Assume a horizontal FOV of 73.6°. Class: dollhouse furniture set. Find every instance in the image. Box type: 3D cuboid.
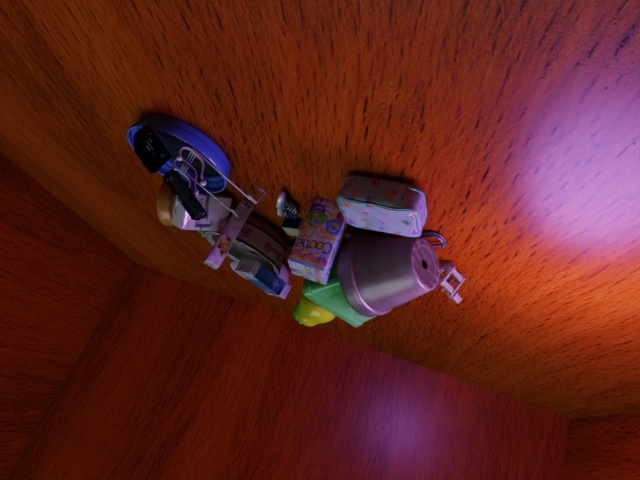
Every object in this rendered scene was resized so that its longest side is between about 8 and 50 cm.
[{"bbox_3d":[0.502,0.147,1.755,0.182,0.101,0.161,41,176,-40],"label":"dollhouse furniture set"}]

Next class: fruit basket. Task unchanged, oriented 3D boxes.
[{"bbox_3d":[0.050,0.212,1.797,0.393,0.282,0.392,9,149,6],"label":"fruit basket"}]

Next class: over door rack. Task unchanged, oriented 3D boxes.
[{"bbox_3d":[-0.394,-0.188,1.558,0.324,0.108,0.240,31,157,-20],"label":"over door rack"}]

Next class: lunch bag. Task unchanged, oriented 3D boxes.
[{"bbox_3d":[0.199,-0.107,1.387,0.280,0.107,0.224,14,162,25],"label":"lunch bag"}]

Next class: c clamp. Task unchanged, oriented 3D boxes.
[{"bbox_3d":[0.401,0.007,1.581,0.137,0.022,0.161,39,154,-25],"label":"c clamp"}]

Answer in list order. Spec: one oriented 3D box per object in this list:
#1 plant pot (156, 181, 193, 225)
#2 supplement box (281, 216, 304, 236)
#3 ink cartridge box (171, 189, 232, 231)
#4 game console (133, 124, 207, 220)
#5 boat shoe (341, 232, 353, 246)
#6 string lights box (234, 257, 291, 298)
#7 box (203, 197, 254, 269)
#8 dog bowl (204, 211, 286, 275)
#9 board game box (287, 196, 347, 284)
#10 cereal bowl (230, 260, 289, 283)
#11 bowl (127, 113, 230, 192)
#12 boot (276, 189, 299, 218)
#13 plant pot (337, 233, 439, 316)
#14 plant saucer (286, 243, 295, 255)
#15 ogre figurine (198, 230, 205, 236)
[{"bbox_3d":[-0.601,-0.162,1.924,0.188,0.204,0.205,4,156,4],"label":"plant pot"},{"bbox_3d":[-0.110,-0.059,1.855,0.084,0.056,0.083,9,154,30],"label":"supplement box"},{"bbox_3d":[-0.500,-0.126,1.808,0.218,0.158,0.092,3,-165,-46],"label":"ink cartridge box"},{"bbox_3d":[-0.529,-0.221,1.500,0.213,0.044,0.361,-5,122,58],"label":"game console"},{"bbox_3d":[0.029,0.027,1.861,0.108,0.102,0.301,34,155,-27],"label":"boat shoe"},{"bbox_3d":[-0.281,0.188,2.104,0.134,0.076,0.260,5,151,46],"label":"string lights box"},{"bbox_3d":[-0.388,-0.030,1.826,0.063,0.323,0.067,33,155,-16],"label":"box"},{"bbox_3d":[-0.347,0.009,2.077,0.409,0.150,0.408,24,161,9],"label":"dog bowl"},{"bbox_3d":[0.000,0.000,1.596,0.142,0.275,0.144,17,157,12],"label":"board game box"},{"bbox_3d":[-0.327,0.146,2.417,0.339,0.141,0.339,19,158,8],"label":"cereal bowl"},{"bbox_3d":[-0.525,-0.322,1.614,0.392,0.077,0.391,19,158,8],"label":"bowl"},{"bbox_3d":[-0.124,-0.139,1.689,0.086,0.069,0.190,15,166,0],"label":"boot"},{"bbox_3d":[0.271,0.112,1.587,0.281,0.322,0.323,-15,138,42],"label":"plant pot"},{"bbox_3d":[-0.057,0.113,2.126,0.278,0.041,0.277,38,163,14],"label":"plant saucer"},{"bbox_3d":[-0.559,-0.063,2.185,0.097,0.118,0.197,15,156,18],"label":"ogre figurine"}]
